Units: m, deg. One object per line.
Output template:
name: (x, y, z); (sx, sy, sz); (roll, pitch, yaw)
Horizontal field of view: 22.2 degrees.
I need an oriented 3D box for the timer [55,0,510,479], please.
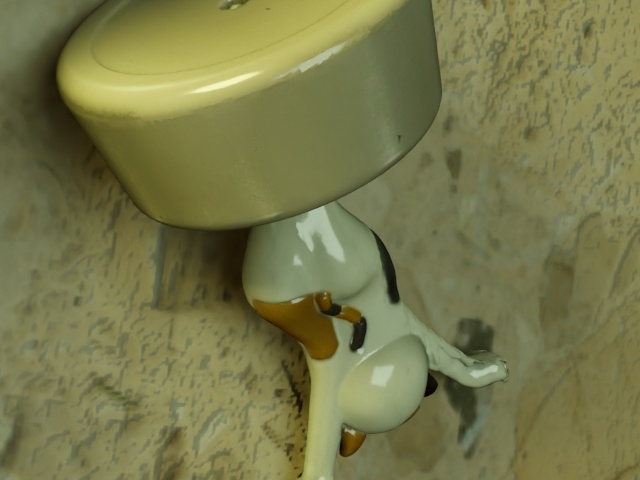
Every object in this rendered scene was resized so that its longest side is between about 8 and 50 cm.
timer: (0.000, 0.000, 0.792); (0.175, 0.175, 0.266); (-36, 123, -27)
